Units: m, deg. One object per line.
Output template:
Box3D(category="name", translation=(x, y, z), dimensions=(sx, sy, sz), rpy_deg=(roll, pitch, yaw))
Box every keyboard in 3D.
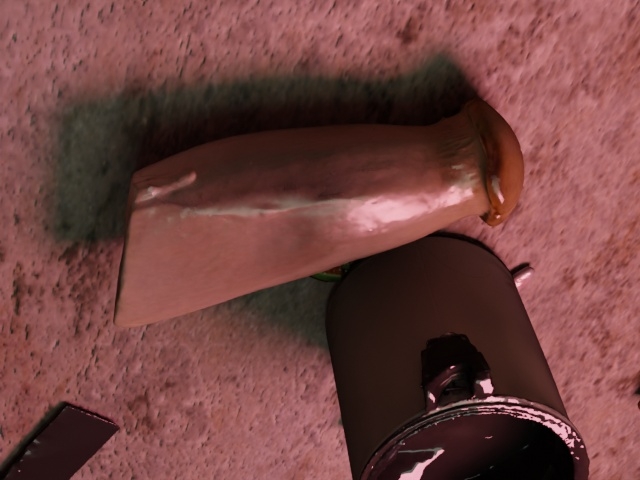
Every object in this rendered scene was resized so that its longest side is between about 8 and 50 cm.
Box3D(category="keyboard", translation=(-0.314, 0.256, 1.357), dimensions=(0.074, 0.015, 0.196), rpy_deg=(25, 122, -35))

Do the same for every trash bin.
Box3D(category="trash bin", translation=(0.126, 0.155, 1.181), dimensions=(0.217, 0.263, 0.277), rpy_deg=(-9, 126, -1))

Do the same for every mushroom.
Box3D(category="mushroom", translation=(-0.015, -0.040, 1.082), dimensions=(0.407, 0.137, 0.154), rpy_deg=(-17, 117, -2))

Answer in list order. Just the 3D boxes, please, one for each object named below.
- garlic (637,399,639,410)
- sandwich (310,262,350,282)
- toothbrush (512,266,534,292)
Box3D(category="garlic", translation=(0.435, 0.171, 1.419), dimensions=(0.084, 0.066, 0.152), rpy_deg=(-3, 134, -8))
Box3D(category="sandwich", translation=(0.000, 0.004, 1.198), dimensions=(0.101, 0.026, 0.069), rpy_deg=(27, 116, -35))
Box3D(category="toothbrush", translation=(0.131, 0.129, 1.343), dimensions=(0.025, 0.030, 0.307), rpy_deg=(28, 117, -33))
